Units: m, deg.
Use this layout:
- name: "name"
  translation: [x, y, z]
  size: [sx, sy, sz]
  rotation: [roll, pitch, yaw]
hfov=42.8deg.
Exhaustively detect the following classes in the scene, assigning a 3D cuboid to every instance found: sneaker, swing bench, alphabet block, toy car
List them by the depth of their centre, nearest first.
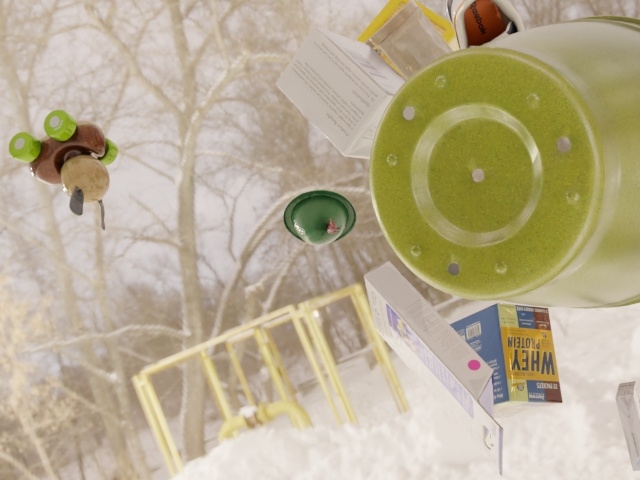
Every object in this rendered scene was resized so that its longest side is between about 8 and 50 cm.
- name: "toy car"
  translation: [-0.429, -0.105, 1.429]
  size: [0.149, 0.188, 0.155]
  rotation: [-29, -23, 12]
- name: "sneaker"
  translation: [0.321, -0.309, 1.441]
  size: [0.126, 0.321, 0.127]
  rotation: [-33, 16, 12]
- name: "swing bench"
  translation: [0.163, -0.295, 1.638]
  size: [0.255, 0.253, 0.165]
  rotation: [-37, 11, 31]
- name: "alphabet block"
  translation: [0.211, -0.426, 1.924]
  size: [0.192, 0.193, 0.197]
  rotation: [-52, -22, -1]

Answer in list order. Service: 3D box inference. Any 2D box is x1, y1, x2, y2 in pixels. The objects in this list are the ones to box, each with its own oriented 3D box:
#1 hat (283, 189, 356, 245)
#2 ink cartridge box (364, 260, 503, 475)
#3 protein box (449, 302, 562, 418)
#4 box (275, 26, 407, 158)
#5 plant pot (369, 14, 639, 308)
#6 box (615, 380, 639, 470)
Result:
- name: "hat"
  translation: [0.000, 0.000, 1.877]
  size: [0.173, 0.183, 0.208]
  rotation: [-24, -46, 17]
- name: "ink cartridge box"
  translation: [0.206, 0.210, 1.387]
  size: [0.069, 0.371, 0.175]
  rotation: [-29, -39, -12]
- name: "protein box"
  translation: [0.379, 0.258, 1.724]
  size: [0.136, 0.201, 0.200]
  rotation: [7, -23, -25]
- name: "box"
  translation: [0.060, -0.231, 1.320]
  size: [0.119, 0.181, 0.182]
  rotation: [-52, -25, 23]
- name: "plant pot"
  translation: [0.242, -0.076, 0.893]
  size: [0.366, 0.366, 0.353]
  rotation: [-26, -9, 35]
- name: "box"
  translation: [0.631, 0.369, 1.643]
  size: [0.038, 0.145, 0.186]
  rotation: [-14, -5, 20]
